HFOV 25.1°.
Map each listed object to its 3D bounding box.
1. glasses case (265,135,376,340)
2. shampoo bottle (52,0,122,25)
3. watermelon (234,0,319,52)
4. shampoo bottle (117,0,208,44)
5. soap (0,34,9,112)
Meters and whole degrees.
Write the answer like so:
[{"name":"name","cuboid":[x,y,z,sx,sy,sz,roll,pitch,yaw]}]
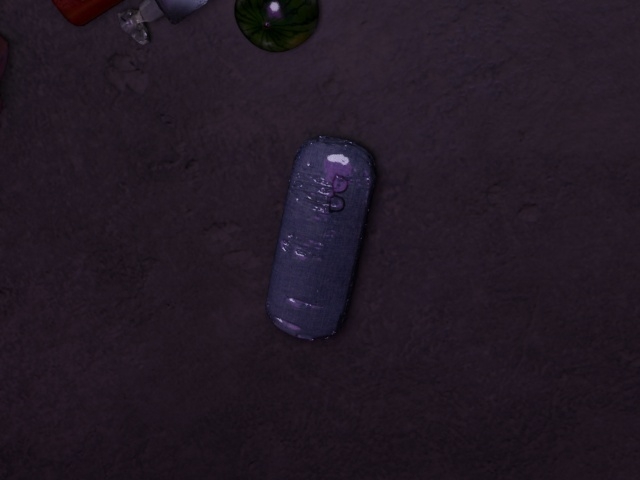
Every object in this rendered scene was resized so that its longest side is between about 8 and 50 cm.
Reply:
[{"name":"glasses case","cuboid":[0.000,0.000,1.827,0.109,0.067,0.282,16,115,7]},{"name":"shampoo bottle","cuboid":[-0.195,-0.374,1.687,0.314,0.076,0.118,-27,87,22]},{"name":"watermelon","cuboid":[-0.057,-0.272,1.715,0.105,0.062,0.105,6,114,14]},{"name":"shampoo bottle","cuboid":[-0.153,-0.305,1.724,0.207,0.057,0.063,-27,111,23]},{"name":"soap","cuboid":[-0.549,-0.228,1.754,0.325,0.220,0.127,26,121,0]}]
